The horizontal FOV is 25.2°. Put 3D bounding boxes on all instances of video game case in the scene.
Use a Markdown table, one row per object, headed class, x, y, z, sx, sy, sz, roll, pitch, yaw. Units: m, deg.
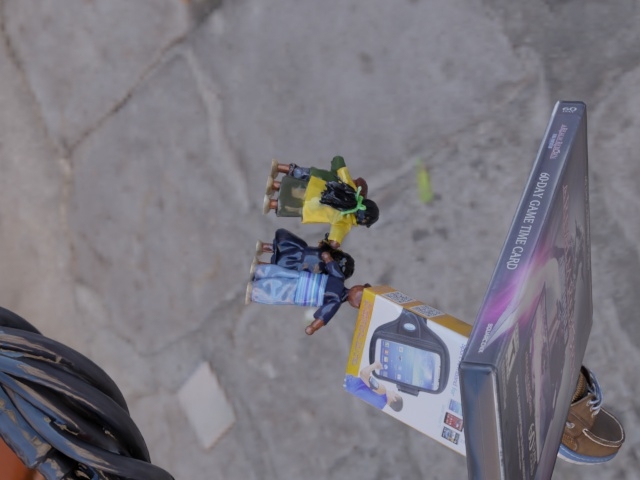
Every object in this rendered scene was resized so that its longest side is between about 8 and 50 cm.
| class | x | y | z | sx | sy | sz | roll | pitch | yaw |
| --- | --- | --- | --- | --- | --- | --- | --- | --- | --- |
| video game case | 0.138 | 0.064 | 0.911 | 0.026 | 0.274 | 0.196 | 6 | 128 | 20 |

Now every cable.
| class | x | y | z | sx | sy | sz | roll | pitch | yaw |
| --- | --- | --- | --- | --- | --- | --- | --- | --- | --- |
| cable | -0.126 | 0.080 | 0.494 | 0.150 | 0.047 | 0.184 | -7 | 126 | 25 |

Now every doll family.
| class | x | y | z | sx | sy | sz | roll | pitch | yaw |
| --- | --- | --- | --- | --- | --- | --- | --- | --- | --- |
| doll family | 0.000 | 0.000 | 1.263 | 0.076 | 0.111 | 0.193 | 103 | 177 | -69 |

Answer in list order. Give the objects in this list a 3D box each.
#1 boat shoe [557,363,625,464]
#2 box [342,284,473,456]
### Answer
| class | x | y | z | sx | sy | sz | roll | pitch | yaw |
| --- | --- | --- | --- | --- | --- | --- | --- | --- | --- |
| boat shoe | 0.210 | 0.142 | 1.244 | 0.066 | 0.183 | 0.066 | -43 | 38 | 31 |
| box | 0.078 | 0.092 | 0.997 | 0.136 | 0.028 | 0.081 | 25 | 111 | 40 |
